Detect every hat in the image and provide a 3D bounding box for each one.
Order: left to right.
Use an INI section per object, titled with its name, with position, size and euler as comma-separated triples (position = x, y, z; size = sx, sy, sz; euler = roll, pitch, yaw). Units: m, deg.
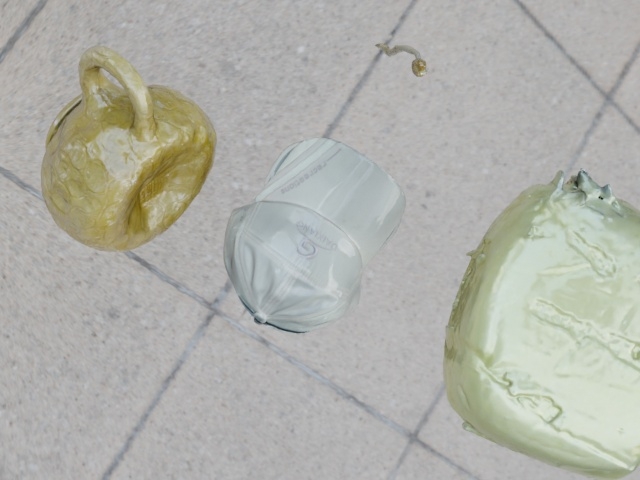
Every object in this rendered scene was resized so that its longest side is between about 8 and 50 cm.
[hat]
position = 0.000, 0.000, 1.028
size = 0.219, 0.226, 0.164
euler = 34, 40, -11

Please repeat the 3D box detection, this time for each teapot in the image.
[teapot]
position = -0.233, -0.107, 0.900
size = 0.167, 0.311, 0.203
euler = 41, 64, 13

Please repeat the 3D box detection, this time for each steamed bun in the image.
[steamed bun]
position = 0.241, 0.080, 0.796
size = 0.232, 0.166, 0.272
euler = 19, 87, -2

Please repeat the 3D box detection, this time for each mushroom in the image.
[mushroom]
position = 0.111, -0.267, 1.132
size = 0.026, 0.286, 0.028
euler = 28, 105, -17

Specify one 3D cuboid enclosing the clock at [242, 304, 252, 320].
[clock]
position = -0.046, 0.042, 1.174
size = 0.063, 0.155, 0.229
euler = 36, 47, -1
